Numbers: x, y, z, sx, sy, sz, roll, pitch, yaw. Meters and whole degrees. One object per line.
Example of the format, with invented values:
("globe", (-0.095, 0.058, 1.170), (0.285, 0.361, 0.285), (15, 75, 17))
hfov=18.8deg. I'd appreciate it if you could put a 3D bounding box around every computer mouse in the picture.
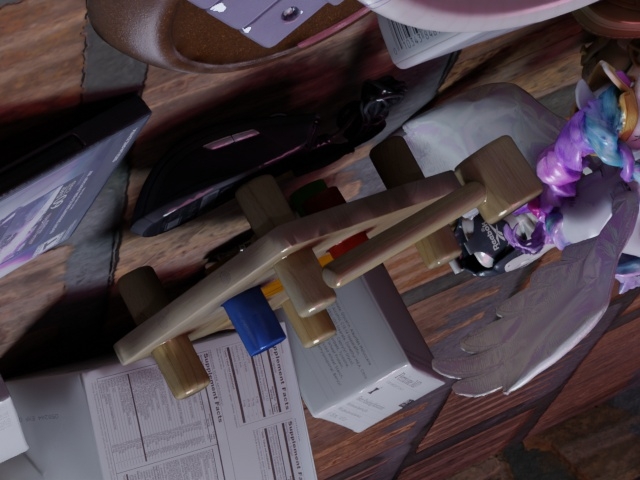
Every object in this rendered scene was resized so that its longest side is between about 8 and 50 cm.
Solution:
("computer mouse", (-0.055, -0.078, 1.673), (0.262, 0.060, 0.184), (-27, 174, -7))

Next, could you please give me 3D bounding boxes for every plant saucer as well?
("plant saucer", (-0.016, -0.207, 1.369), (0.310, 0.050, 0.310), (-25, 162, -9))

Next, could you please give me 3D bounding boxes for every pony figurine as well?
("pony figurine", (0.261, -0.037, 1.796), (0.351, 0.303, 0.363), (-39, 147, 29))

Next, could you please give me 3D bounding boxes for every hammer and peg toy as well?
("hammer and peg toy", (0.000, 0.000, 1.688), (0.266, 0.127, 0.361), (-19, 168, -47))

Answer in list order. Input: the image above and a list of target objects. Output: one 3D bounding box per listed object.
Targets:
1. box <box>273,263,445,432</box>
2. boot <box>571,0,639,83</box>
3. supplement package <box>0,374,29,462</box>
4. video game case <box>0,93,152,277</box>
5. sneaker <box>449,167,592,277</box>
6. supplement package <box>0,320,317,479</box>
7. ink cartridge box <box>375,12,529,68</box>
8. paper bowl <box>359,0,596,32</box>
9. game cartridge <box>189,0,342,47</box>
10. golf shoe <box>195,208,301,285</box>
("box", (0.027, 0.095, 2.062), (0.119, 0.182, 0.181), (-31, 162, 9))
("boot", (0.297, -0.198, 1.813), (0.262, 0.095, 0.203), (-19, 162, -37))
("supplement package", (-0.341, 0.147, 1.765), (0.105, 0.105, 0.179), (-26, 162, -13))
("video game case", (-0.264, -0.001, 1.487), (0.274, 0.026, 0.196), (-35, 171, -40))
("sneaker", (0.234, -0.025, 2.191), (0.153, 0.094, 0.235), (-23, 174, -46))
("supplement package", (-0.173, 0.208, 1.950), (0.262, 0.198, 0.199), (-12, -179, -42))
("ink cartridge box", (0.252, -0.241, 1.502), (0.330, 0.071, 0.324), (-22, -179, -26))
("paper bowl", (0.106, -0.256, 1.026), (0.284, 0.148, 0.284), (-19, 149, -12))
("game cartridge", (0.029, -0.269, 1.151), (0.355, 0.068, 0.230), (-37, 151, 20))
("golf shoe", (-0.058, 0.030, 1.925), (0.094, 0.077, 0.198), (-7, 152, -49))
